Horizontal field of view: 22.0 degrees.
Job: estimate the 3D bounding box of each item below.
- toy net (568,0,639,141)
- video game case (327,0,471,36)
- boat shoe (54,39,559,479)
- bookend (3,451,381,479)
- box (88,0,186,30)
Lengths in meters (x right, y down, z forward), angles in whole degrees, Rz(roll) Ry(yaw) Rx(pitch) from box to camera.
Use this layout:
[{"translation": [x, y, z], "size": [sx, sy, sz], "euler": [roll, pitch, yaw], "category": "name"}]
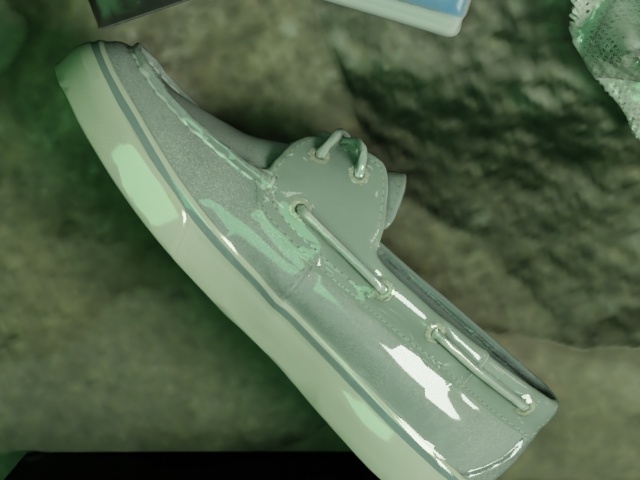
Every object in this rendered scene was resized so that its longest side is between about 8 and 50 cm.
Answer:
[{"translation": [0.197, -0.042, 0.568], "size": [0.232, 0.045, 0.122], "euler": [26, 124, -2], "category": "toy net"}, {"translation": [-0.024, -0.194, 0.586], "size": [0.212, 0.023, 0.193], "euler": [17, 106, 4], "category": "video game case"}, {"translation": [0.000, 0.001, 0.612], "size": [0.081, 0.079, 0.227], "euler": [-41, 100, 6], "category": "boat shoe"}, {"translation": [-0.047, 0.169, 0.658], "size": [0.157, 0.072, 0.156], "euler": [0, 105, 9], "category": "bookend"}, {"translation": [0.008, -0.183, 0.548], "size": [0.233, 0.044, 0.159], "euler": [-17, 101, 13], "category": "box"}]
